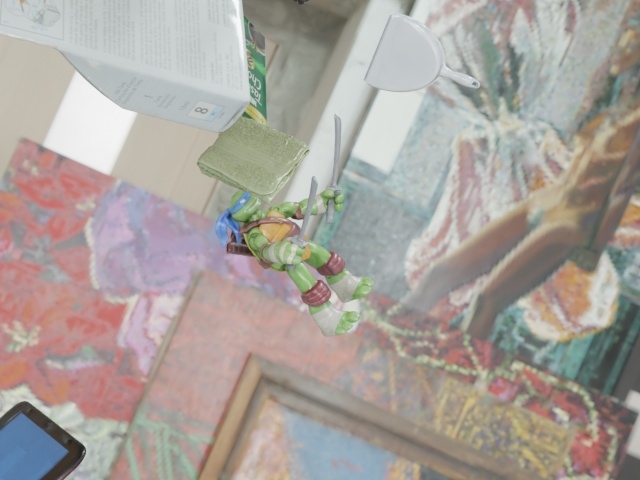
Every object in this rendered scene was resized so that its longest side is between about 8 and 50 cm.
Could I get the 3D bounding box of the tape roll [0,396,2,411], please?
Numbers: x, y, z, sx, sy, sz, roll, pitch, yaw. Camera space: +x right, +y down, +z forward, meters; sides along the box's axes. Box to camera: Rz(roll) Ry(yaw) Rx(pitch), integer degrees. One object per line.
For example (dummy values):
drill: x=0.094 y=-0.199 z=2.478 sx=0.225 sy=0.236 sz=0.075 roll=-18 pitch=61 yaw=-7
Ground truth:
tape roll: x=-0.727 y=0.251 z=1.968 sx=0.246 sy=0.169 sz=0.246 roll=42 pitch=-33 yaw=36

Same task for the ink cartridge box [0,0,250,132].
ink cartridge box: x=-0.279 y=-0.319 z=1.305 sx=0.384 sy=0.308 sz=0.091 roll=11 pitch=-31 yaw=-30

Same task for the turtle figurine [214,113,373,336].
turtle figurine: x=0.000 y=0.000 z=1.648 sx=0.266 sy=0.274 sz=0.198 roll=52 pitch=5 yaw=-21

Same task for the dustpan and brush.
dustpan and brush: x=0.205 y=-0.329 z=2.000 sx=0.211 sy=0.147 sz=0.060 roll=23 pitch=19 yaw=0

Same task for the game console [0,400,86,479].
game console: x=-0.251 y=0.151 z=0.723 sx=0.124 sy=0.085 sz=0.144 roll=23 pitch=-6 yaw=-33

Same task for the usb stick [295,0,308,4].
usb stick: x=0.042 y=-0.510 z=1.755 sx=0.077 sy=0.278 sz=0.045 roll=53 pitch=16 yaw=20

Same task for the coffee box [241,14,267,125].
coffee box: x=-0.126 y=-0.264 z=1.632 sx=0.040 sy=0.184 sz=0.113 roll=-15 pitch=-31 yaw=24

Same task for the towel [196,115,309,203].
towel: x=-0.097 y=-0.120 z=1.504 sx=0.148 sy=0.110 sz=0.027 roll=26 pitch=-18 yaw=29
